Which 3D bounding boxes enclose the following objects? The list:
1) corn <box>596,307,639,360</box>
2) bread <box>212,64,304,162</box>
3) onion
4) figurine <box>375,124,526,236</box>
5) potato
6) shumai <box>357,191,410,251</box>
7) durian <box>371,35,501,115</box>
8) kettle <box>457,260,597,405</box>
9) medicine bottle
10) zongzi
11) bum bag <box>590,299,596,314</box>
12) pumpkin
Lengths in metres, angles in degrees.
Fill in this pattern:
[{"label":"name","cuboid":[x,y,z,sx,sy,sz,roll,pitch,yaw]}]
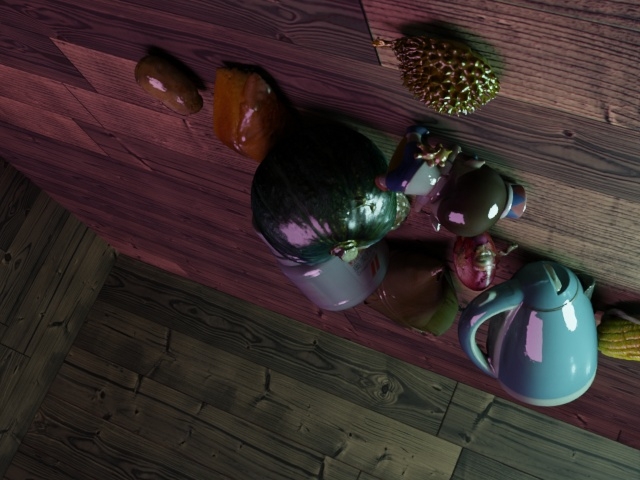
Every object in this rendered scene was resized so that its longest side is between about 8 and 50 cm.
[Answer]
[{"label":"corn","cuboid":[0.742,0.214,2.031,0.123,0.122,0.305,0,175,-19]},{"label":"bread","cuboid":[-0.140,-0.236,1.810,0.129,0.134,0.260,18,164,26]},{"label":"onion","cuboid":[0.373,0.032,1.992,0.140,0.150,0.150,-10,169,-11]},{"label":"figurine","cuboid":[0.250,-0.099,1.668,0.275,0.161,0.158,30,-155,-12]},{"label":"potato","cuboid":[-0.317,-0.325,1.882,0.170,0.080,0.107,32,156,-36]},{"label":"shumai","cuboid":[0.101,-0.048,1.994,0.166,0.175,0.206,18,167,22]},{"label":"durian","cuboid":[0.167,-0.254,1.341,0.208,0.102,0.146,27,171,5]},{"label":"kettle","cuboid":[0.474,0.197,2.042,0.319,0.247,0.342,-17,136,-1]},{"label":"medicine bottle","cuboid":[0.000,0.000,2.181,0.245,0.245,0.306,7,149,48]},{"label":"zongzi","cuboid":[0.319,0.158,2.379,0.447,0.181,0.418,31,163,-30]},{"label":"bum bag","cuboid":[0.591,0.145,2.191,0.159,0.026,0.109,9,159,32]},{"label":"pumpkin","cuboid":[0.002,-0.103,1.774,0.263,0.293,0.197,62,176,24]}]
